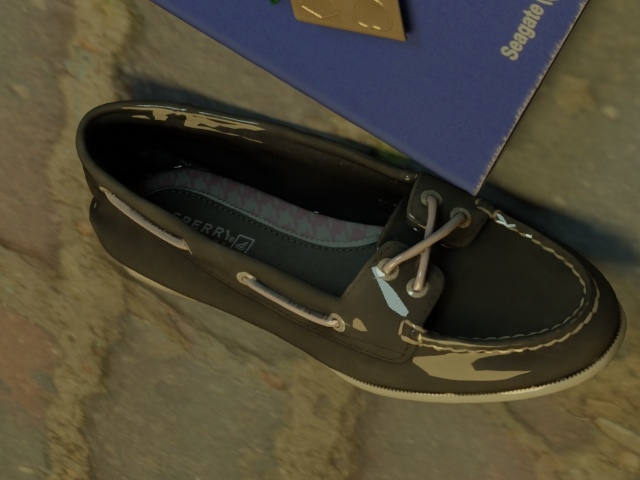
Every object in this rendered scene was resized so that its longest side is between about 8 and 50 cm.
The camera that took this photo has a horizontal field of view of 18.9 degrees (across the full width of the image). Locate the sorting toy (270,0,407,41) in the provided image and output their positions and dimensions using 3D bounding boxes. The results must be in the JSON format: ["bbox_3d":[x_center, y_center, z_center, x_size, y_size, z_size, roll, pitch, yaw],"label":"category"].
[{"bbox_3d":[-0.001,-0.120,0.881,0.083,0.012,0.062,14,148,23],"label":"sorting toy"}]

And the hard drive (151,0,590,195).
[{"bbox_3d":[-0.028,-0.164,0.900,0.318,0.040,0.210,31,149,4],"label":"hard drive"}]

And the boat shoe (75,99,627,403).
[{"bbox_3d":[0.000,0.000,1.035,0.335,0.112,0.095,16,149,33],"label":"boat shoe"}]
